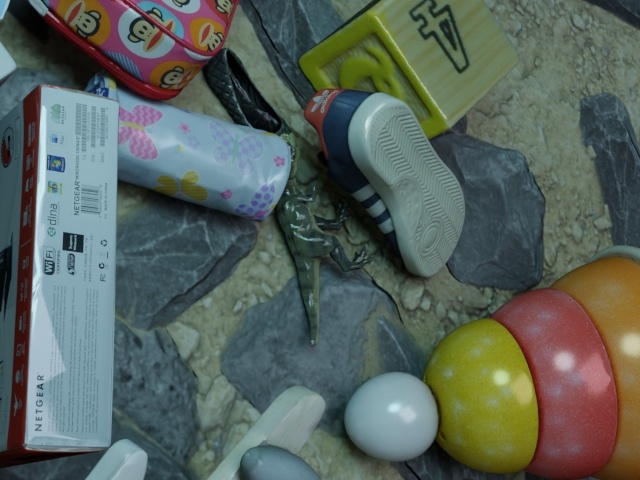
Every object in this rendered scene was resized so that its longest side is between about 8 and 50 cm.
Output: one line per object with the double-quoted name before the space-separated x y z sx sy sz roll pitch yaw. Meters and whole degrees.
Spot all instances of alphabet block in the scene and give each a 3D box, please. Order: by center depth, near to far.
"alphabet block" 0.125 -0.254 1.554 0.197 0.192 0.193 -43 100 -34

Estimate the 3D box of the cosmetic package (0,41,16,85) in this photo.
"cosmetic package" -0.528 -0.288 1.093 0.161 0.230 0.453 -40 100 -34

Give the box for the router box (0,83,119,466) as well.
"router box" -0.302 0.054 1.107 0.082 0.301 0.335 8 72 -33

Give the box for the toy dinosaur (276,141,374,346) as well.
"toy dinosaur" 0.000 0.000 1.481 0.118 0.064 0.268 -11 86 -32

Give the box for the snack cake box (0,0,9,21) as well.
"snack cake box" -0.385 -0.348 1.254 0.089 0.152 0.264 23 64 -27

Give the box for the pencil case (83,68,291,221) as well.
"pencil case" -0.172 -0.113 1.360 0.273 0.113 0.124 19 52 -29

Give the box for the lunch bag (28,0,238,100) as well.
"lunch bag" -0.223 -0.329 1.328 0.258 0.120 0.293 36 37 -17

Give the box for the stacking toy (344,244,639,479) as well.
"stacking toy" 0.257 0.199 1.499 0.480 0.350 0.350 -6 80 -17

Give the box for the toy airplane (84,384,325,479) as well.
"toy airplane" -0.144 0.349 1.042 0.272 0.386 0.384 35 27 13

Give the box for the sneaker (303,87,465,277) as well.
"sneaker" 0.085 -0.085 1.503 0.131 0.148 0.350 -51 140 -20

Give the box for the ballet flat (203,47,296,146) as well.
"ballet flat" -0.092 -0.180 1.470 0.173 0.049 0.057 49 57 -13
